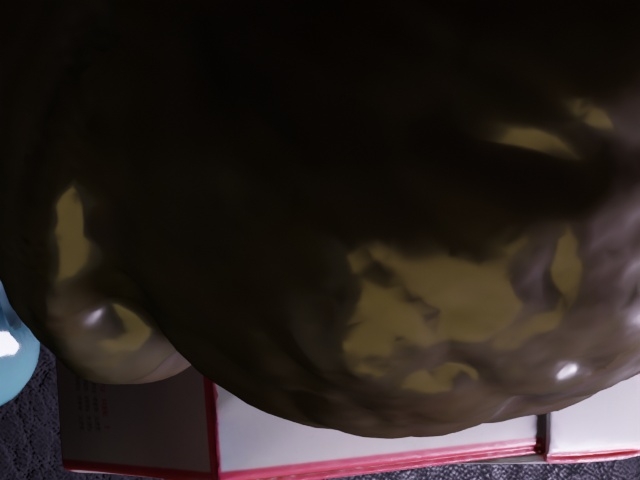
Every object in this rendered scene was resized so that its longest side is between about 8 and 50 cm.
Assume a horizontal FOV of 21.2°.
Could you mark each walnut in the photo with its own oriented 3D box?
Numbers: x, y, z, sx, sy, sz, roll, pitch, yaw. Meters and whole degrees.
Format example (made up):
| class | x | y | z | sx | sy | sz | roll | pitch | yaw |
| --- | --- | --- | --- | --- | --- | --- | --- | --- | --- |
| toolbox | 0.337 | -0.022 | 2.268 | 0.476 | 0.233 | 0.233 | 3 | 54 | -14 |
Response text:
| class | x | y | z | sx | sy | sz | roll | pitch | yaw |
| --- | --- | --- | --- | --- | --- | --- | --- | --- | --- |
| walnut | 0.007 | -0.069 | 0.414 | 0.248 | 0.248 | 0.248 | -7 | 178 | 0 |

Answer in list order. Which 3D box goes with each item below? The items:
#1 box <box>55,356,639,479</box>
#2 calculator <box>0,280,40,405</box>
| class | x | y | z | sx | sy | sz | roll | pitch | yaw |
| --- | --- | --- | --- | --- | --- | --- | --- | --- | --- |
| box | 0.000 | 0.000 | 1.144 | 0.300 | 0.314 | 0.312 | -3 | 176 | -25 |
| calculator | -0.249 | -0.037 | 0.360 | 0.386 | 0.256 | 0.054 | -7 | 158 | -38 |
